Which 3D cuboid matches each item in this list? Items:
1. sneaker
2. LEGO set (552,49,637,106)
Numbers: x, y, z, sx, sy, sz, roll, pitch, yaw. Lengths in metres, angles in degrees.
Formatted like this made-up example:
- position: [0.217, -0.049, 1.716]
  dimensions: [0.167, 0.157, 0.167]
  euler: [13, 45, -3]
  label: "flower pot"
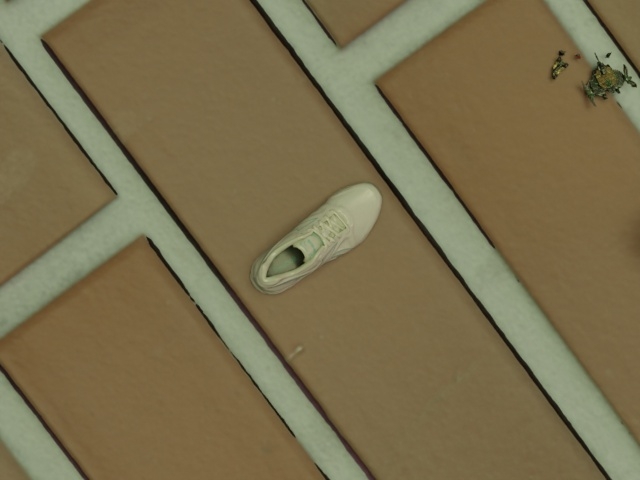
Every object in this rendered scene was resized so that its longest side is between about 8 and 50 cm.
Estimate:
- position: [0.000, 0.000, 1.276]
  dimensions: [0.152, 0.061, 0.053]
  euler: [-39, 91, -5]
  label: "sneaker"
- position: [0.269, -0.162, 1.318]
  dimensions: [0.083, 0.023, 0.054]
  euler: [34, 85, 10]
  label: "LEGO set"
